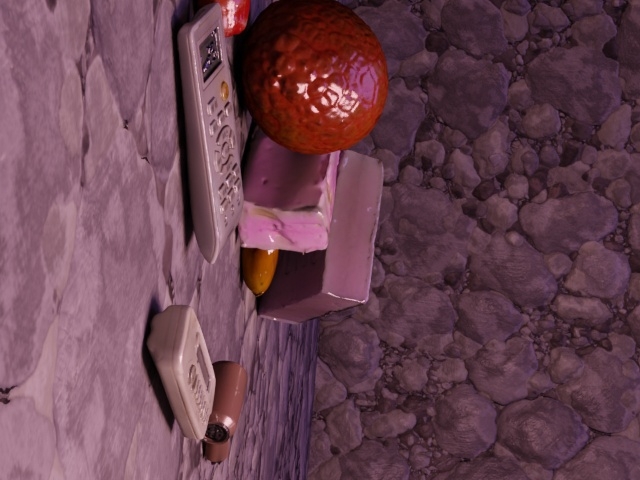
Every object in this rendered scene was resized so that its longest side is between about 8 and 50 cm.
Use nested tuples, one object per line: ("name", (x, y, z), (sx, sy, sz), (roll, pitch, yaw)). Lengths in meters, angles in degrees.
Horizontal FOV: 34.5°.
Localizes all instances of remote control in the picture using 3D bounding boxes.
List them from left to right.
("remote control", (-0.163, 0.157, 1.225), (0.230, 0.049, 0.090), (86, 9, -58))
("remote control", (-0.143, -0.127, 1.271), (0.109, 0.055, 0.313), (-64, 155, -57))

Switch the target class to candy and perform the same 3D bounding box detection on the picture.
("candy", (-0.051, -0.105, 1.748), (0.265, 0.155, 0.116), (-83, 176, -47))

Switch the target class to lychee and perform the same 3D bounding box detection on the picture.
("lychee", (-0.006, -0.262, 1.646), (0.300, 0.255, 0.255), (-12, 108, -53))

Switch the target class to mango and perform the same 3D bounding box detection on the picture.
("mango", (-0.106, 0.032, 1.774), (0.077, 0.063, 0.127), (-88, -174, -76))

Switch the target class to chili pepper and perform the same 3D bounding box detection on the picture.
("chili pepper", (-0.121, -0.314, 1.267), (0.073, 0.070, 0.123), (-115, -159, -59))

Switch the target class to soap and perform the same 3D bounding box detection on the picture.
("soap", (0.000, 0.000, 1.956), (0.296, 0.107, 0.285), (-25, -128, 59))

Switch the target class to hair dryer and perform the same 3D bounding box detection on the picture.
("hair dryer", (-0.148, 0.275, 1.498), (0.117, 0.064, 0.182), (-80, 177, -49))
